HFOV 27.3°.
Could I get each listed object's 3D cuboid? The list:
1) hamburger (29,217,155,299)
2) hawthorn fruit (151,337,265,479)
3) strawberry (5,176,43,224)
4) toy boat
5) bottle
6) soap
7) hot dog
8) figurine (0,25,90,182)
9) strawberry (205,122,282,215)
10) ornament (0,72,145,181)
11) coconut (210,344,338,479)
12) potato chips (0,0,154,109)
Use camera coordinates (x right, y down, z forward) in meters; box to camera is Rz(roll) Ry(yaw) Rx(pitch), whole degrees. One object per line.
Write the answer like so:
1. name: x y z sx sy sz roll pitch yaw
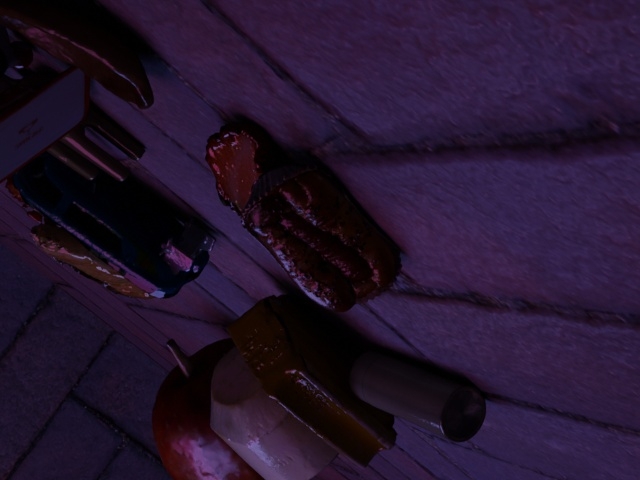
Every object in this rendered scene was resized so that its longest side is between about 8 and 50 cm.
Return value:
1. hamburger: -0.306 -0.003 1.944 0.131 0.124 0.262 7 163 34
2. hawthorn fruit: -0.175 0.296 2.317 0.287 0.287 0.330 14 143 57
3. strawberry: -0.409 -0.075 2.017 0.145 0.086 0.145 34 159 15
4. toy boat: -0.282 -0.053 1.796 0.299 0.134 0.092 36 130 8
5. bottle: 0.120 0.195 1.677 0.072 0.072 0.201 44 164 -31
6. soap: -0.011 0.179 1.798 0.257 0.080 0.160 42 -162 -23
7. hot dog: 0.000 0.000 1.279 0.191 0.108 0.059 48 -159 -37
8. figurine: -0.398 -0.196 1.461 0.226 0.183 0.160 47 158 7
9. strawberry: -0.068 -0.070 1.306 0.104 0.048 0.152 40 151 15
10. ornament: -0.358 -0.164 1.651 0.245 0.061 0.230 39 166 -20
11. coconut: -0.049 0.256 2.007 0.241 0.241 0.241 34 166 9
12. potato chips: -0.242 -0.196 1.293 0.202 0.049 0.150 21 165 40
